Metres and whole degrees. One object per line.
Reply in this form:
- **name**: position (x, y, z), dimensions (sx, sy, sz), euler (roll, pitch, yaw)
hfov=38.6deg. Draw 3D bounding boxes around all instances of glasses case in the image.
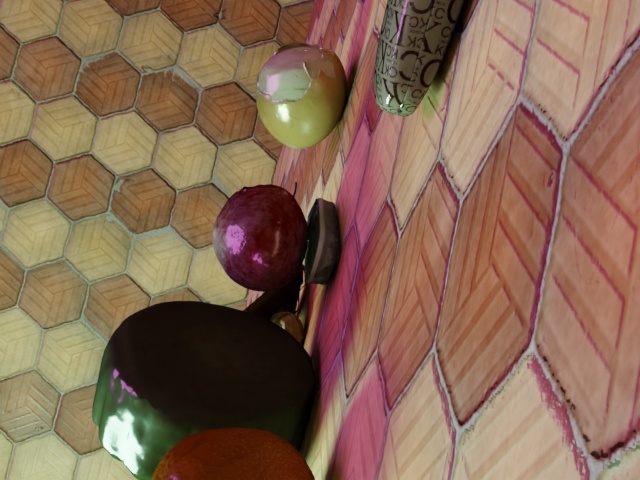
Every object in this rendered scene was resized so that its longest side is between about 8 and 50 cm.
- **glasses case**: position (0.136, -0.323, 1.105), dimensions (0.137, 0.085, 0.354), euler (-90, 15, -64)

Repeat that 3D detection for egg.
- **egg**: position (-0.043, -0.315, 2.016), dimensions (0.201, 0.201, 0.244), euler (-86, -2, -51)

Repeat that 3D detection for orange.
- **orange**: position (-0.119, 0.377, 1.186), dimensions (0.264, 0.264, 0.264), euler (-167, 90, -83)

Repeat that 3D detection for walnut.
- **walnut**: position (-0.072, 0.189, 1.797), dimensions (0.079, 0.083, 0.096), euler (27, 111, 54)

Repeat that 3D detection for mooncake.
- **mooncake**: position (-0.193, 0.260, 1.521), dimensions (0.356, 0.357, 0.194), euler (-92, 14, -64)

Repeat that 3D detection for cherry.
- **cherry**: position (-0.104, 0.001, 1.643), dimensions (0.192, 0.175, 0.249), euler (-62, 17, 16)

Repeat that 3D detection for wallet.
- **wallet**: position (-0.098, 0.149, 1.870), dimensions (0.243, 0.039, 0.132), euler (-43, -34, -57)

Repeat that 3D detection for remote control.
- **remote control**: position (0.000, 0.000, 1.689), dimensions (0.247, 0.052, 0.104), euler (-92, 18, -65)
